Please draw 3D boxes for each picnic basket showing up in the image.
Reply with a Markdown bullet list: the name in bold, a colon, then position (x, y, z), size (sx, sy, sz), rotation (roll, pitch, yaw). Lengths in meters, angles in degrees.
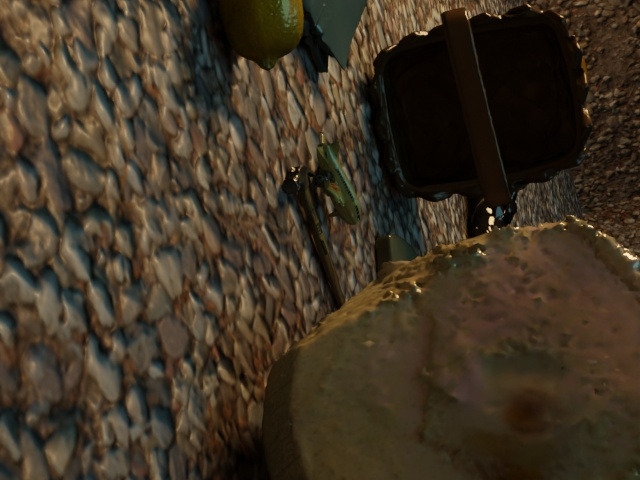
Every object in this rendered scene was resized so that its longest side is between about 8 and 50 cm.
- **picnic basket**: position (0.219, -0.183, 1.329), size (0.321, 0.291, 0.254), rotation (-40, 118, -77)

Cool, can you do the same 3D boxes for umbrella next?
- **umbrella**: position (0.327, -0.023, 1.808), size (0.113, 0.106, 0.357), rotation (75, 18, -48)

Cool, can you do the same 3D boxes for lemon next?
- **lemon**: position (-0.055, -0.216, 0.921), size (0.082, 0.082, 0.110), rotation (-15, 92, -70)

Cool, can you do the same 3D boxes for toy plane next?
- **toy plane**: position (0.016, -0.065, 1.092), size (0.102, 0.040, 0.111), rotation (-69, 145, -60)

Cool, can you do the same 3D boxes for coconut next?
- **coconut**: position (0.160, 0.211, 0.860), size (0.404, 0.405, 0.404), rotation (-10, 90, -70)

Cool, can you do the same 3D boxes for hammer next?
- **hammer**: position (0.000, 0.000, 1.056), size (0.062, 0.017, 0.182), rotation (-66, 142, -56)

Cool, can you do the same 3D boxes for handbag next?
- **handbag**: position (-0.016, -0.315, 1.126), size (0.221, 0.057, 0.144), rotation (58, 36, -47)

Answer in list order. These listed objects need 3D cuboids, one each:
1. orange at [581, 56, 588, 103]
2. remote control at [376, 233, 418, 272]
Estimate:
- **orange**: position (0.392, -0.308, 1.894), size (0.279, 0.235, 0.279), rotation (39, 21, -18)
- **remote control**: position (0.115, 0.134, 1.261), size (0.123, 0.038, 0.285), rotation (39, 44, -59)
